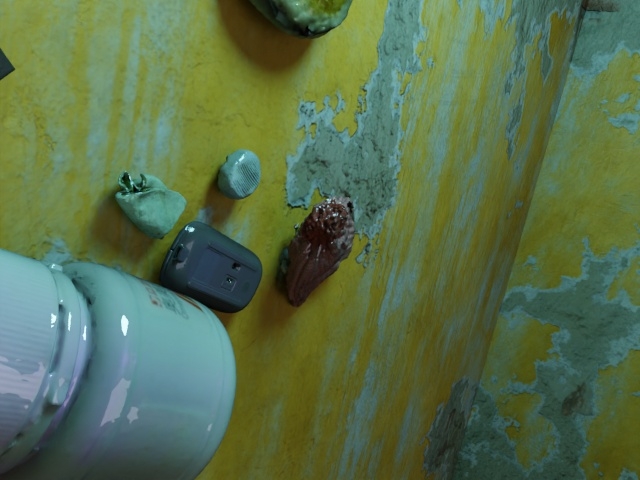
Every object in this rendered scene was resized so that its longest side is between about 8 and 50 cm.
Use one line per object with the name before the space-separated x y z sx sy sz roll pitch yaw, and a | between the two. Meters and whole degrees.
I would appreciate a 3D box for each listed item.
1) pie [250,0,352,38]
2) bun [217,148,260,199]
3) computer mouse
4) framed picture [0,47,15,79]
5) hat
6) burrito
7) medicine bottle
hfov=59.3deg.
pie | -0.026 -0.476 0.831 0.339 0.077 0.339 -26 123 -47
bun | -0.131 -0.105 0.894 0.083 0.045 0.083 -32 130 -49
computer mouse | -0.172 0.048 0.903 0.232 0.057 0.120 36 76 -60
framed picture | -0.383 -0.163 0.502 0.168 0.023 0.128 -52 143 -27
hat | 0.000 0.000 1.086 0.236 0.107 0.286 -60 170 -17
burrito | -0.234 -0.055 0.765 0.074 0.044 0.118 -62 149 -18
medicine bottle | -0.280 0.145 0.607 0.325 0.256 0.256 32 79 -47
